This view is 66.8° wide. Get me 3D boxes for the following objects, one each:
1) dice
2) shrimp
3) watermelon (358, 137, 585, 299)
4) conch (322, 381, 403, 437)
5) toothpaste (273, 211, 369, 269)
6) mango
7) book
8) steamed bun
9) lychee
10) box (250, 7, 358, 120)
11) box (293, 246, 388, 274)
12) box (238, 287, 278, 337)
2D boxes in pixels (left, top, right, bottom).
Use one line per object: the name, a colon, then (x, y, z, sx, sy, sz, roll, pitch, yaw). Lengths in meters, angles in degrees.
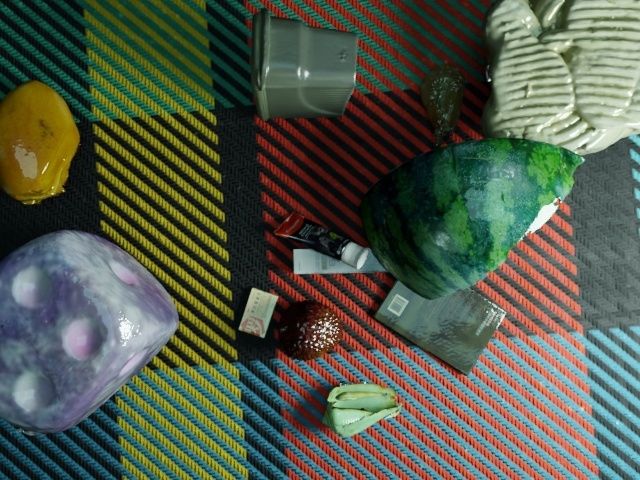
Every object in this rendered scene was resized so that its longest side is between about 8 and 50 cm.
dice: (-0.452, 0.159, 0.895, 0.270, 0.270, 0.271, 44, 90, 2)
shrimp: (0.254, -0.279, 1.009, 0.091, 0.043, 0.184, 1, 82, 9)
watermelon: (0.260, -0.021, 0.870, 0.319, 0.292, 0.222, 8, 67, -14)
conch: (0.081, 0.329, 0.982, 0.170, 0.079, 0.105, -15, 94, -14)
toothpaste: (0.000, 0.000, 0.971, 0.194, 0.045, 0.071, 27, 55, 22)
mango: (-0.579, -0.201, 0.980, 0.154, 0.126, 0.252, 1, 88, -10)
book: (0.247, 0.153, 1.003, 0.228, 0.024, 0.160, 32, 90, 2)
steamed bun: (0.454, -0.310, 0.905, 0.346, 0.237, 0.394, 45, 111, 14)
lychee: (-0.019, 0.178, 0.963, 0.129, 0.123, 0.123, 14, 89, -7)
box: (-0.033, -0.312, 0.904, 0.178, 0.274, 0.138, 1, 90, -5)
box: (0.052, 0.042, 1.002, 0.218, 0.039, 0.055, -2, 86, 1)
box: (-0.129, 0.151, 1.015, 0.058, 0.015, 0.093, 19, 88, 0)
